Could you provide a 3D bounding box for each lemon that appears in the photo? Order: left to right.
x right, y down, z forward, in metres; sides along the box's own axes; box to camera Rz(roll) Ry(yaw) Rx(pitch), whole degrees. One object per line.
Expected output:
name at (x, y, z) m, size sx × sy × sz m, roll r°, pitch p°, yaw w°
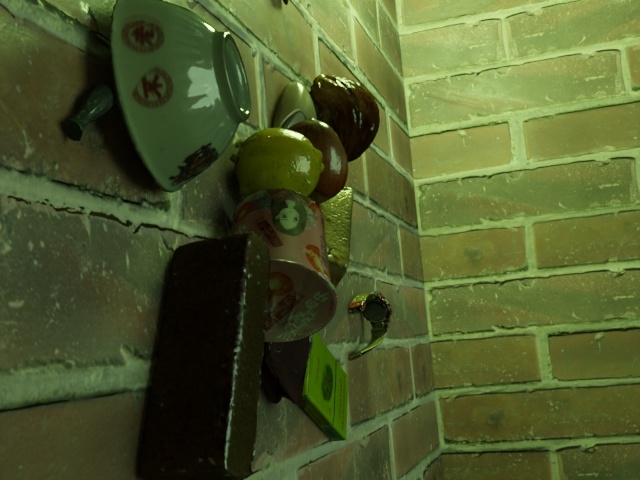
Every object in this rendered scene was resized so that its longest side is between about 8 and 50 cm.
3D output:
lemon at (-0.088, -0.157, 1.735) m, size 0.173 × 0.206 × 0.173 m, roll 168°, pitch -90°, yaw -73°

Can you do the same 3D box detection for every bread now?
bread at (-0.181, 0.188, 1.329) m, size 0.113 × 0.165 × 0.416 m, roll 56°, pitch 32°, yaw -54°
bread at (0.000, 0.000, 1.992) m, size 0.185 × 0.114 × 0.275 m, roll 122°, pitch -17°, yaw -46°

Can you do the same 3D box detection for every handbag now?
handbag at (-0.093, 0.228, 1.764) m, size 0.216 × 0.074 × 0.203 m, roll 64°, pitch 25°, yaw -44°

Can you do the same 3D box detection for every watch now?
watch at (0.139, 0.255, 2.514) m, size 0.268 × 0.102 × 0.165 m, roll -26°, pitch 102°, yaw -63°

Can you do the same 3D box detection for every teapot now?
teapot at (-0.338, -0.186, 1.179) m, size 0.111 × 0.043 × 0.043 m, roll -72°, pitch 150°, yaw -50°

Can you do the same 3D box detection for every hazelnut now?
hazelnut at (-0.028, -0.184, 1.904) m, size 0.176 × 0.214 × 0.214 m, roll 10°, pitch 72°, yaw -48°

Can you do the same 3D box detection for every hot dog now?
hot dog at (0.070, -0.361, 2.388) m, size 0.387 × 0.174 × 0.267 m, roll -39°, pitch 123°, yaw -75°

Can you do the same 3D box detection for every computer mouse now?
computer mouse at (-0.059, -0.307, 2.079) m, size 0.236 × 0.082 × 0.145 m, roll -81°, pitch 157°, yaw -46°

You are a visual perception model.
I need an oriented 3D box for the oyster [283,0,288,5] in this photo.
oyster at (-0.109, -0.694, 2.164) m, size 0.086 × 0.029 × 0.132 m, roll -43°, pitch 127°, yaw -62°

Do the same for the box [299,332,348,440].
box at (0.004, 0.370, 2.069) m, size 0.335 × 0.047 × 0.187 m, roll 60°, pitch 28°, yaw -53°

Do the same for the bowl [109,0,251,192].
bowl at (-0.211, -0.261, 1.356) m, size 0.337 × 0.157 × 0.337 m, roll -10°, pitch 90°, yaw -82°

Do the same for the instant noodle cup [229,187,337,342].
instant noodle cup at (-0.087, 0.040, 1.606) m, size 0.243 × 0.243 × 0.231 m, roll 66°, pitch 17°, yaw -44°
